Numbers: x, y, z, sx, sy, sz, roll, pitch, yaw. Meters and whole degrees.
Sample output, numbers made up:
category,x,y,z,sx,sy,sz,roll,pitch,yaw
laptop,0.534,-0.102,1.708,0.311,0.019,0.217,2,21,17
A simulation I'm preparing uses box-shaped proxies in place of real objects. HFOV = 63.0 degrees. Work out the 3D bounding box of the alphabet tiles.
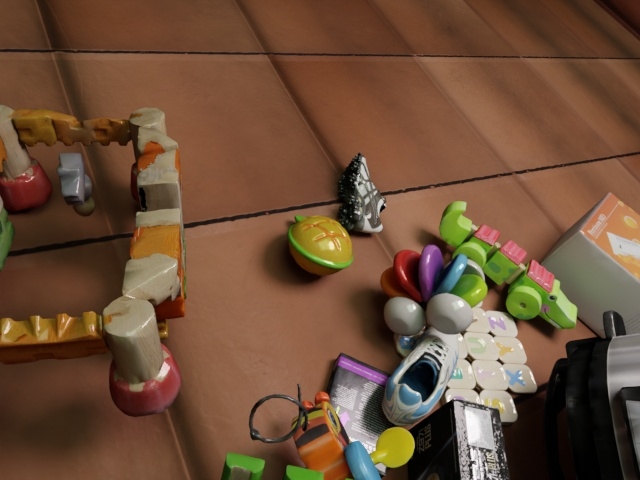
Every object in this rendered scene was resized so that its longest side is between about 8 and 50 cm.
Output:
category,x,y,z,sx,sy,sz,roll,pitch,yaw
alphabet tiles,0.265,0.195,0.963,0.278,0.021,0.284,8,51,-18

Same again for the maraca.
category,x,y,z,sx,sy,sz,roll,pitch,yaw
maraca,0.000,0.000,0.958,0.127,0.099,0.185,24,21,-11

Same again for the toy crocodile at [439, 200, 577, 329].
category,x,y,z,sx,sy,sz,roll,pitch,yaw
toy crocodile,0.380,0.051,1.062,0.340,0.105,0.115,40,38,10

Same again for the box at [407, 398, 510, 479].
category,x,y,z,sx,sy,sz,roll,pitch,yaw
box,0.189,0.337,0.729,0.077,0.147,0.180,15,49,-12

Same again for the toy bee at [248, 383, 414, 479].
category,x,y,z,sx,sy,sz,roll,pitch,yaw
toy bee,0.025,0.277,0.684,0.195,0.298,0.162,-9,17,-2

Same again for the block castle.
category,x,y,z,sx,sy,sz,roll,pitch,yaw
block castle,-0.341,0.019,0.720,0.303,0.213,0.453,-3,47,-11

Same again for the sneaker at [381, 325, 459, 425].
category,x,y,z,sx,sy,sz,roll,pitch,yaw
sneaker,0.177,0.202,0.841,0.085,0.086,0.237,38,38,11

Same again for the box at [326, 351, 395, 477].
category,x,y,z,sx,sy,sz,roll,pitch,yaw
box,0.060,0.267,0.809,0.116,0.029,0.162,25,46,-3

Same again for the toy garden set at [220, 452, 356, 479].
category,x,y,z,sx,sy,sz,roll,pitch,yaw
toy garden set,-0.009,0.361,0.599,0.244,0.204,0.049,14,22,-3

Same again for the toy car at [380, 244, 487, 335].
category,x,y,z,sx,sy,sz,roll,pitch,yaw
toy car,0.187,0.072,0.895,0.159,0.182,0.136,-49,122,-47

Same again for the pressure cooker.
category,x,y,z,sx,sy,sz,roll,pitch,yaw
pressure cooker,0.537,0.312,0.738,0.375,0.420,0.370,60,39,-17

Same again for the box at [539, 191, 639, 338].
category,x,y,z,sx,sy,sz,roll,pitch,yaw
box,0.673,0.099,1.121,0.345,0.168,0.215,44,49,14

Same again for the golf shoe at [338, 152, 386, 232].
category,x,y,z,sx,sy,sz,roll,pitch,yaw
golf shoe,0.090,-0.094,1.095,0.094,0.077,0.198,21,54,-22
